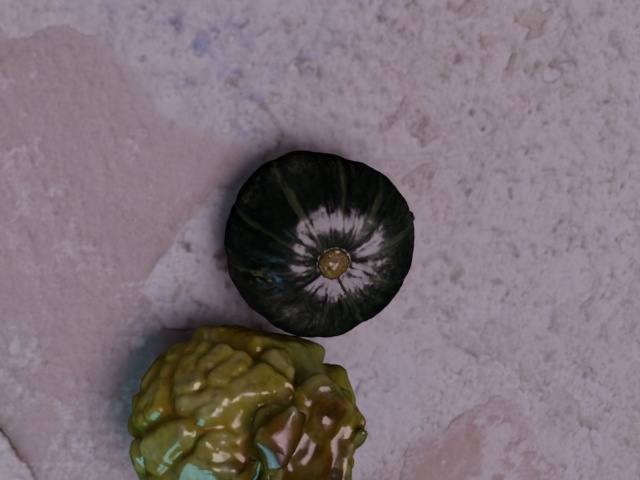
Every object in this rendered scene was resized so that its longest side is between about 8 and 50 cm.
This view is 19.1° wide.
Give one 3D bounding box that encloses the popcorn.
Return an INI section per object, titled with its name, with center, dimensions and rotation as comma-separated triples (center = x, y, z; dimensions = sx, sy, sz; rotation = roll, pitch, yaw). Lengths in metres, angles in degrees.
[popcorn]
center = -0.076, 0.203, 2.061
dimensions = 0.258, 0.270, 0.224
rotation = -1, 85, 3

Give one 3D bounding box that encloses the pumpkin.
[pumpkin]
center = -0.002, 0.001, 2.067
dimensions = 0.212, 0.152, 0.211
rotation = -8, 115, -18
